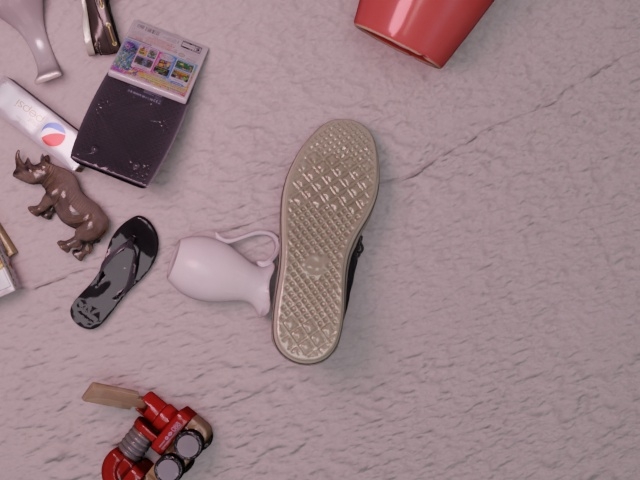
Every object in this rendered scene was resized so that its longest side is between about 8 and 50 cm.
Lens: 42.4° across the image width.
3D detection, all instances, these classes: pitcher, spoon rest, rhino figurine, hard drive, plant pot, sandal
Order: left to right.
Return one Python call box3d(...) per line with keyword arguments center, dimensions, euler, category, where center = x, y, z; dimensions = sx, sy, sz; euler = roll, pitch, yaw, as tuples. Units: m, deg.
box3d(center=(-0.573, -0.439, 1.570), dimensions=(0.137, 0.084, 0.276), euler=(-20, 112, -4), category="spoon rest")
box3d(center=(-0.515, -0.082, 1.626), dimensions=(0.106, 0.073, 0.243), euler=(-39, 95, 3), category="rhino figurine")
box3d(center=(-0.407, 0.070, 1.653), dimensions=(0.097, 0.054, 0.255), euler=(31, 91, -6), category="sandal")
box3d(center=(-0.358, -0.230, 1.594), dimensions=(0.172, 0.054, 0.255), euler=(21, 67, -6), category="hard drive")
box3d(center=(-0.188, 0.043, 1.648), dimensions=(0.207, 0.125, 0.178), euler=(19, 73, -16), category="pitcher")
box3d(center=(0.202, -0.479, 1.576), dimensions=(0.275, 0.275, 0.243), euler=(26, 100, -6), category="plant pot")

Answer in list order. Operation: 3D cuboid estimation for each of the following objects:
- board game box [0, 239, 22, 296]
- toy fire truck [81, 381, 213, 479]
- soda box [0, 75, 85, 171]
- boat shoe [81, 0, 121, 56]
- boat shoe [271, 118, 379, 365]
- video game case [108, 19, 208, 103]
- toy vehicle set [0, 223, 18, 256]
box3d(center=(-0.760, 0.065, 1.587), dimensions=(0.305, 0.053, 0.193), euler=(-23, 96, -3), category="board game box")
box3d(center=(-0.371, 0.394, 1.644), dimensions=(0.246, 0.158, 0.217), euler=(39, 91, 5), category="toy fire truck")
box3d(center=(-0.540, -0.224, 1.612), dimensions=(0.216, 0.074, 0.069), euler=(38, 89, -7), category="soda box")
box3d(center=(-0.432, -0.476, 1.604), dimensions=(0.068, 0.081, 0.228), euler=(-6, 102, -7), category="boat shoe")
box3d(center=(0.000, 0.000, 1.639), dimensions=(0.186, 0.156, 0.500), euler=(11, 78, -3), category="boat shoe")
box3d(center=(-0.315, -0.350, 1.613), dimensions=(0.157, 0.019, 0.143), euler=(20, 60, -7), category="video game case")
box3d(center=(-0.760, 0.020, 1.630), dimensions=(0.266, 0.035, 0.166), euler=(-30, 96, -2), category="toy vehicle set")
